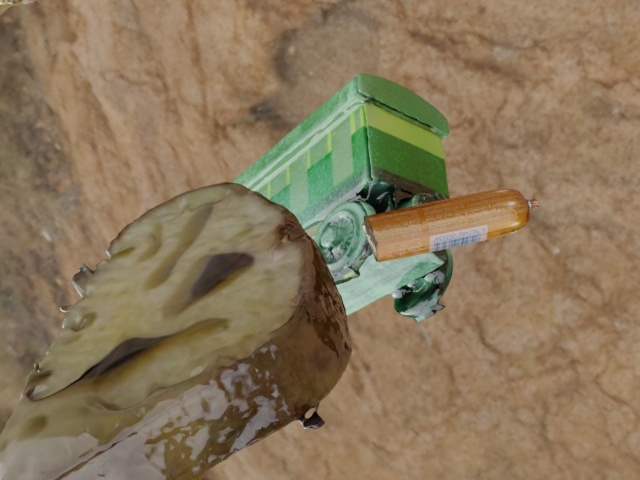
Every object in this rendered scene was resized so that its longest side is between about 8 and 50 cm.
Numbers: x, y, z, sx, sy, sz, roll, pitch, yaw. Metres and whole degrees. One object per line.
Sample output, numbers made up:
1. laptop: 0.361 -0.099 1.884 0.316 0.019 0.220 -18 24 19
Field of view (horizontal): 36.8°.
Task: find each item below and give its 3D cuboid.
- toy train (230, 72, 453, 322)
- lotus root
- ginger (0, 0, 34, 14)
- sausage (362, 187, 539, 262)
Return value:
1. toy train: 0.000 0.000 0.888 0.120 0.202 0.301 21 141 -33
2. lotus root: -0.069 0.056 0.525 0.170 0.260 0.074 -13 119 13
3. ginger: -0.241 -0.195 0.569 0.236 0.375 0.166 45 156 27
4. sausage: 0.081 -0.011 0.582 0.031 0.107 0.031 169 90 -84
